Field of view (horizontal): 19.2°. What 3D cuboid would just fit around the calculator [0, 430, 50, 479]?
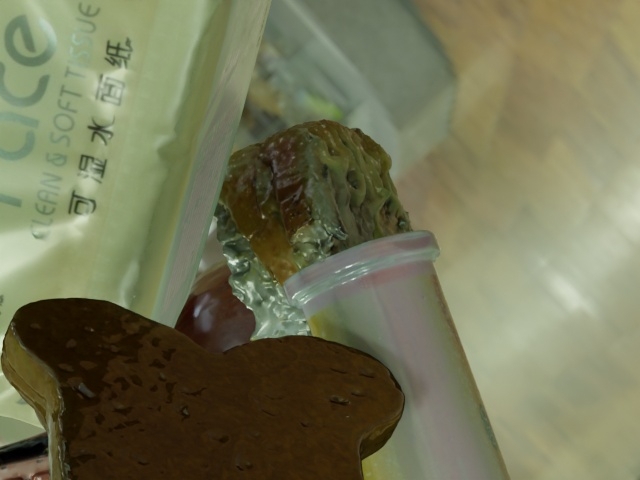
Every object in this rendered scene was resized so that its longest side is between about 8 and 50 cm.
[{"bbox_3d":[-0.201,0.244,1.599,0.048,0.330,0.220,-129,32,-54],"label":"calculator"}]

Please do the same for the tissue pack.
[{"bbox_3d":[-0.154,-0.118,1.301,0.205,0.404,0.332,15,-158,-1],"label":"tissue pack"}]

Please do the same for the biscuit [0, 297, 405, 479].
[{"bbox_3d":[-0.068,0.186,0.988,0.283,0.064,0.432,12,-147,-15],"label":"biscuit"}]

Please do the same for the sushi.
[{"bbox_3d":[0.000,0.000,1.591,0.274,0.139,0.184,15,-127,-66],"label":"sushi"}]

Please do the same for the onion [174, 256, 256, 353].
[{"bbox_3d":[-0.034,0.165,1.900,0.353,0.353,0.353,46,176,5],"label":"onion"}]

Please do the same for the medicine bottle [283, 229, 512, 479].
[{"bbox_3d":[0.093,0.210,1.211,0.108,0.108,0.426,70,-179,-79],"label":"medicine bottle"}]
